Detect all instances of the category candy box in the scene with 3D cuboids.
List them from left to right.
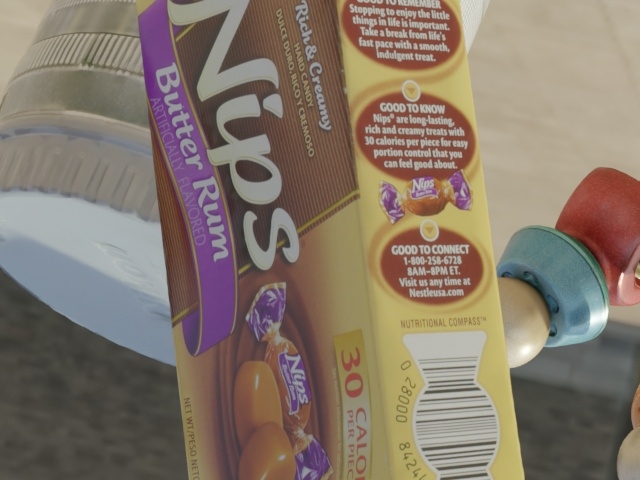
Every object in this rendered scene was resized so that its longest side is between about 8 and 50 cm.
[{"bbox_3d":[0.000,0.000,0.574,0.053,0.186,0.109,-2,170,-35],"label":"candy box"}]

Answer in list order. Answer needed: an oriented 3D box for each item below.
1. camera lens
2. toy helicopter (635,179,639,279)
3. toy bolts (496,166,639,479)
[{"bbox_3d":[-0.043,-0.088,1.027,0.219,0.274,0.219,19,157,9],"label":"camera lens"},{"bbox_3d":[0.289,0.038,1.560,0.235,0.140,0.355,-15,154,5],"label":"toy helicopter"},{"bbox_3d":[0.202,0.044,1.206,0.228,0.218,0.158,31,-129,34],"label":"toy bolts"}]
